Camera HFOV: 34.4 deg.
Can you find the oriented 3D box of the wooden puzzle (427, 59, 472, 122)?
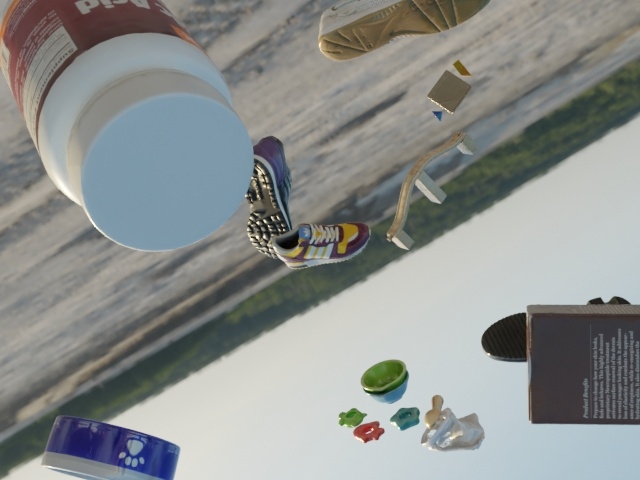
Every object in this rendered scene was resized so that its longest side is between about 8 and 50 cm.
[{"bbox_3d":[0.260,-0.298,2.067,0.116,0.078,0.014,-47,155,7],"label":"wooden puzzle"}]

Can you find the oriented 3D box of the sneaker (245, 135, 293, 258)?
[{"bbox_3d":[-0.093,-0.092,2.216,0.107,0.283,0.124,13,-136,22],"label":"sneaker"}]

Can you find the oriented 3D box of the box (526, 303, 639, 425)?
[{"bbox_3d":[0.542,0.209,1.747,0.382,0.191,0.143,0,-176,8],"label":"box"}]

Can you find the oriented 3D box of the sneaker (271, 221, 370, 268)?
[{"bbox_3d":[0.000,0.000,1.932,0.186,0.069,0.084,-19,144,18],"label":"sneaker"}]

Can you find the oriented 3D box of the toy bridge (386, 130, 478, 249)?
[{"bbox_3d":[0.146,-0.076,1.427,0.188,0.063,0.026,-55,-146,-11],"label":"toy bridge"}]

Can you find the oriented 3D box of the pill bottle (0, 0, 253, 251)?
[{"bbox_3d":[-0.234,-0.167,1.209,0.224,0.224,0.392,-31,-139,-7],"label":"pill bottle"}]

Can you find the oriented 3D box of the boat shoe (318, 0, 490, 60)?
[{"bbox_3d":[0.123,-0.368,1.591,0.277,0.096,0.098,-14,147,15],"label":"boat shoe"}]

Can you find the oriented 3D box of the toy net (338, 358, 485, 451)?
[{"bbox_3d":[0.115,0.228,1.354,0.122,0.045,0.232,-31,-156,-24],"label":"toy net"}]

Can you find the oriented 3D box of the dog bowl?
[{"bbox_3d":[-0.420,0.437,2.086,0.265,0.265,0.104,147,-42,-66],"label":"dog bowl"}]

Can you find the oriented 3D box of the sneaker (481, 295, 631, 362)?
[{"bbox_3d":[0.496,0.223,2.172,0.331,0.122,0.146,-9,138,-8],"label":"sneaker"}]
